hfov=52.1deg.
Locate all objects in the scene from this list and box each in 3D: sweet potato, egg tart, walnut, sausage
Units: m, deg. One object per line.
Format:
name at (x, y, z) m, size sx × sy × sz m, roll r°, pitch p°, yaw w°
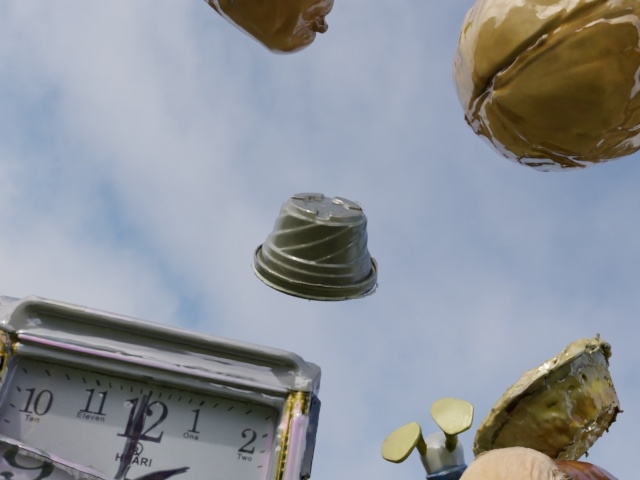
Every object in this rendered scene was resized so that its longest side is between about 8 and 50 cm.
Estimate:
sweet potato at (0.267, 0.287, 0.626) m, size 0.337 × 0.131 × 0.131 m, roll 28°, pitch -34°, yaw -31°
egg tart at (0.261, 0.196, 0.727) m, size 0.090 × 0.213 × 0.212 m, roll 45°, pitch -27°, yaw 33°
walnut at (0.190, -0.131, 0.483) m, size 0.159 × 0.207 × 0.159 m, roll 30°, pitch -49°, yaw 41°
sausage at (-0.088, -0.341, 0.823) m, size 0.241 × 0.120 × 0.136 m, roll 42°, pitch -37°, yaw -12°

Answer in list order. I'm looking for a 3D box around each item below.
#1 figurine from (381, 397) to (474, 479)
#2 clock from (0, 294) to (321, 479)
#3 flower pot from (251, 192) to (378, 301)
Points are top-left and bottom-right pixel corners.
figurine at (0.289, 0.531, 1.321) m, size 0.205 × 0.283 × 0.338 m, roll -24°, pitch -56°, yaw 20°
clock at (-0.131, 0.153, 0.445) m, size 0.253 × 0.186 × 0.083 m, roll 15°, pitch -30°, yaw -10°
flower pot at (0.000, 0.000, 1.146) m, size 0.235 × 0.235 × 0.140 m, roll 16°, pitch -69°, yaw 12°
